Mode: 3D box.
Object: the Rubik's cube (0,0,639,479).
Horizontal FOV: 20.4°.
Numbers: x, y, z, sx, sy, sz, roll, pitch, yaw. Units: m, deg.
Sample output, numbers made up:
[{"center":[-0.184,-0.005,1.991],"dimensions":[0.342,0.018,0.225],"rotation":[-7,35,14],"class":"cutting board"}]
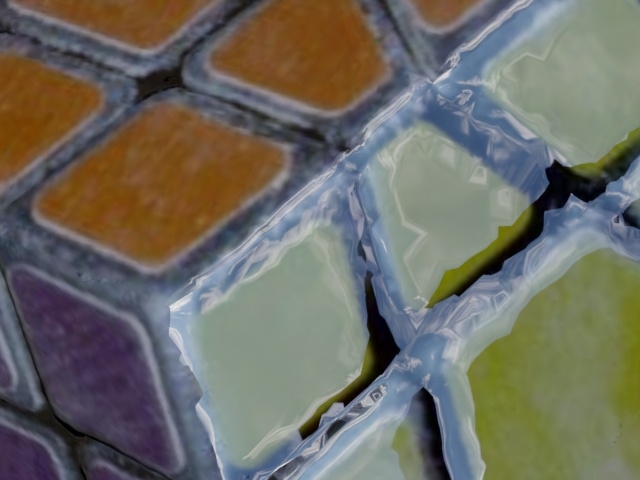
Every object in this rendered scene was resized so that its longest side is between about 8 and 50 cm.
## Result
[{"center":[0.000,0.000,0.496],"dimensions":[0.319,0.264,0.319],"rotation":[-163,-90,-88],"class":"Rubik's cube"}]
